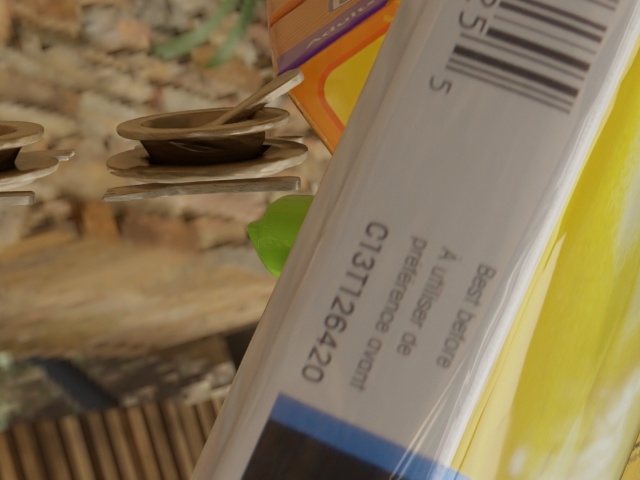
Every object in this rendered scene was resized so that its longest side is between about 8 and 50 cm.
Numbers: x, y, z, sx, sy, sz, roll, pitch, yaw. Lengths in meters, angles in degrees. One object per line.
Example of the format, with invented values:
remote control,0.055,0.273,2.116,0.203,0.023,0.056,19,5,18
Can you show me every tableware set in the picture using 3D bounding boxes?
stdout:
tableware set,-0.103,-0.046,0.784,0.194,0.039,0.128,-3,-169,0

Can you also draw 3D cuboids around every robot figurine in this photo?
robot figurine,0.000,0.000,1.373,0.115,0.067,0.101,5,-142,41

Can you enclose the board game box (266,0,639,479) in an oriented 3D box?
board game box,0.212,-0.086,1.097,0.356,0.356,0.356,-34,-166,6

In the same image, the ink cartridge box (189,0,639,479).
ink cartridge box,0.063,0.042,0.556,0.072,0.304,0.307,20,173,23
